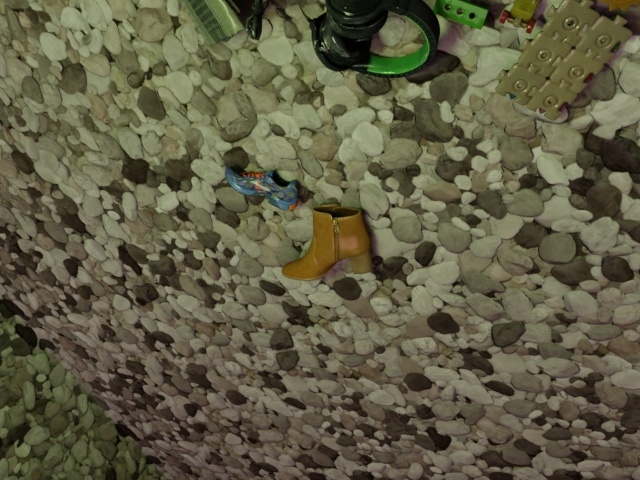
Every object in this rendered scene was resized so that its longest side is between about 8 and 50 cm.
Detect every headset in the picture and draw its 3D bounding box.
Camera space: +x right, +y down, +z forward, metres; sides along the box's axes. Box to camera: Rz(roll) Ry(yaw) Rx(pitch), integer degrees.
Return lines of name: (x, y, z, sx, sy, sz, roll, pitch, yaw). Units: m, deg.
headset: (0.050, -0.432, 1.346, 0.395, 0.185, 0.243, 18, 160, -9)

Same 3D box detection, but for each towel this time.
towel: (-0.278, -0.575, 1.392, 0.324, 0.056, 0.312, 58, 168, -21)

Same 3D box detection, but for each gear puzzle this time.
gear puzzle: (0.504, -0.402, 1.294, 0.176, 0.044, 0.339, 22, 135, -13)

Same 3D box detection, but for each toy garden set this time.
toy garden set: (0.354, -0.533, 1.261, 0.204, 0.049, 0.244, 23, 132, 8)

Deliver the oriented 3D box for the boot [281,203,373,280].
boot: (0.000, 0.000, 1.841, 0.295, 0.104, 0.211, -6, 119, 22)

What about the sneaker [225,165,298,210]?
sneaker: (-0.157, -0.164, 1.792, 0.221, 0.083, 0.087, 21, 120, 1)
